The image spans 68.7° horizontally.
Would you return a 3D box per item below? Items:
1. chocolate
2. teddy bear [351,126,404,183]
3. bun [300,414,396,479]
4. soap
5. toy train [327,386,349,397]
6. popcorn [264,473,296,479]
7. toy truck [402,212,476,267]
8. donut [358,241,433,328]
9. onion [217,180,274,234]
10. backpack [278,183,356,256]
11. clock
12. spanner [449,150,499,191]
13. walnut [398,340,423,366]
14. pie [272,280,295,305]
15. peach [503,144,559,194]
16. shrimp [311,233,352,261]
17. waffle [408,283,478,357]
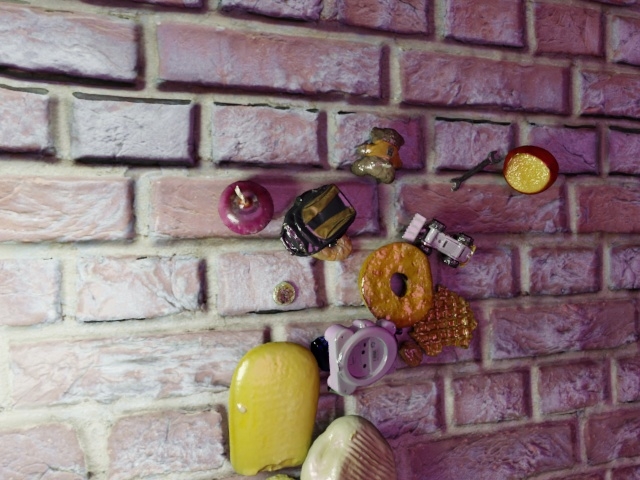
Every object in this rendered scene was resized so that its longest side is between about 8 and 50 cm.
[{"bbox_3d":[0.141,0.368,1.635,0.344,0.126,0.148,-11,58,-23],"label":"chocolate"},{"bbox_3d":[0.217,-0.304,1.635,0.177,0.140,0.190,18,77,-13],"label":"teddy bear"},{"bbox_3d":[0.091,0.758,1.551,0.361,0.213,0.360,11,74,-41],"label":"bun"},{"bbox_3d":[-0.151,0.537,1.536,0.306,0.115,0.426,5,95,-18],"label":"soap"},{"bbox_3d":[0.069,0.513,1.646,0.093,0.038,0.056,23,90,-16],"label":"toy train"},{"bbox_3d":[-0.124,0.861,1.524,0.188,0.167,0.185,33,73,-22],"label":"popcorn"},{"bbox_3d":[0.432,0.000,1.710,0.286,0.111,0.136,27,99,-13],"label":"toy truck"},{"bbox_3d":[0.262,0.156,1.663,0.303,0.110,0.302,0,89,-18],"label":"donut"},{"bbox_3d":[-0.236,-0.104,1.490,0.178,0.153,0.177,-5,102,-25],"label":"onion"},{"bbox_3d":[-0.022,-0.055,1.540,0.258,0.133,0.206,-41,91,-29],"label":"backpack"},{"bbox_3d":[0.138,0.367,1.522,0.248,0.090,0.227,-10,103,-29],"label":"clock"},{"bbox_3d":[0.593,-0.267,1.803,0.255,0.015,0.054,-34,100,-14],"label":"spanner"},{"bbox_3d":[0.330,0.411,1.702,0.096,0.083,0.079,47,50,-10],"label":"walnut"},{"bbox_3d":[-0.124,0.180,1.593,0.085,0.017,0.085,0,91,-17],"label":"pie"},{"bbox_3d":[0.794,-0.269,1.775,0.193,0.190,0.190,4,90,-35],"label":"peach"},{"bbox_3d":[0.001,0.000,1.611,0.236,0.053,0.132,10,84,-16],"label":"shrimp"},{"bbox_3d":[0.460,0.315,1.752,0.292,0.051,0.290,0,91,-18],"label":"waffle"}]
